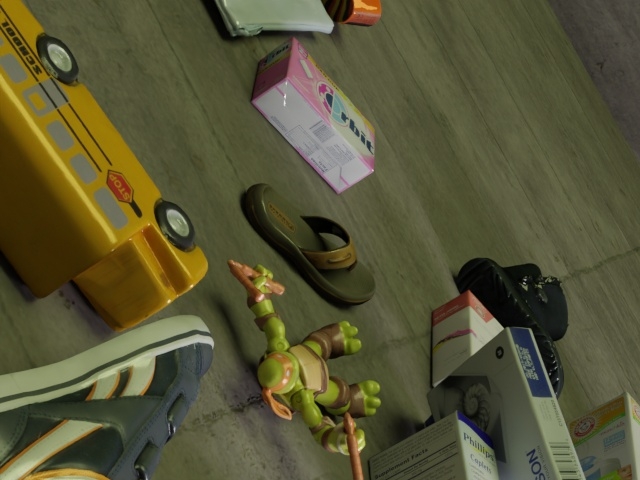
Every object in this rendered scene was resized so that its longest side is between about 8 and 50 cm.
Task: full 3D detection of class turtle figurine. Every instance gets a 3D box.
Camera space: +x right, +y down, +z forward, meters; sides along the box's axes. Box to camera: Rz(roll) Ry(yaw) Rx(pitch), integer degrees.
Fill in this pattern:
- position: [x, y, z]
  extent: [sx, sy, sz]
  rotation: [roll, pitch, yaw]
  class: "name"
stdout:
- position: [-0.010, 0.147, 1.415]
  extent: [0.269, 0.087, 0.217]
  rotation: [57, 15, 18]
  class: "turtle figurine"

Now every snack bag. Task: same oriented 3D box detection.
- position: [-0.125, -0.423, 1.915]
  extent: [0.342, 0.037, 0.323]
  rotation: [60, 25, 5]
  class: "snack bag"

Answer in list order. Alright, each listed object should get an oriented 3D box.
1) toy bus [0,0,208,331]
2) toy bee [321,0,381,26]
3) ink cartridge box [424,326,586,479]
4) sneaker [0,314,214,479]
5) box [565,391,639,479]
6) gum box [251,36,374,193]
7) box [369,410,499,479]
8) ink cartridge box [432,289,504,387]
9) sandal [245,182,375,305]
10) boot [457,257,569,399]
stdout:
- position: [-0.242, -0.069, 1.196]
  extent: [0.332, 0.108, 0.130]
  rotation: [55, 25, -7]
  class: "toy bus"
- position: [0.030, -0.463, 2.140]
  extent: [0.195, 0.162, 0.298]
  rotation: [25, 70, -28]
  class: "toy bee"
- position: [0.189, 0.245, 1.549]
  extent: [0.045, 0.224, 0.223]
  rotation: [7, 51, -32]
  class: "ink cartridge box"
- position: [-0.178, 0.152, 1.049]
  extent: [0.321, 0.126, 0.127]
  rotation: [-19, 74, -54]
  class: "sneaker"
- position: [0.430, 0.335, 1.993]
  extent: [0.103, 0.114, 0.203]
  rotation: [46, 28, -22]
  class: "box"
- position: [-0.002, -0.160, 1.809]
  extent: [0.188, 0.062, 0.107]
  rotation: [46, 27, -25]
  class: "gum box"
- position: [0.125, 0.274, 1.473]
  extent: [0.072, 0.126, 0.137]
  rotation: [37, 32, -35]
  class: "box"
- position: [0.203, 0.173, 1.811]
  extent: [0.115, 0.067, 0.198]
  rotation: [47, 25, -23]
  class: "ink cartridge box"
- position: [0.000, 0.000, 1.633]
  extent: [0.219, 0.060, 0.090]
  rotation: [44, 28, -29]
  class: "sandal"
- position: [0.317, 0.133, 2.036]
  extent: [0.207, 0.094, 0.246]
  rotation: [9, 48, -55]
  class: "boot"
